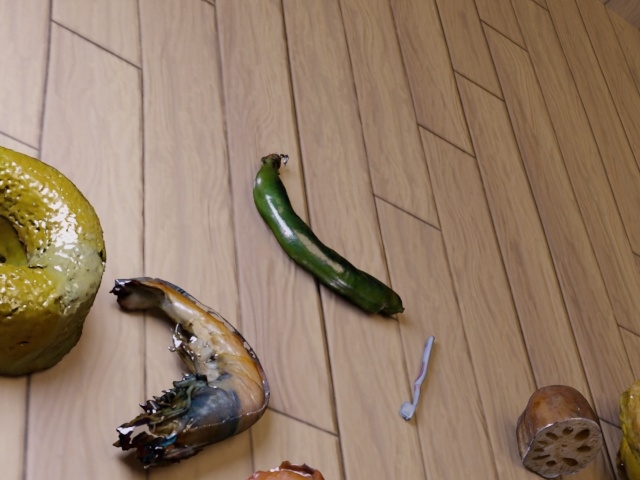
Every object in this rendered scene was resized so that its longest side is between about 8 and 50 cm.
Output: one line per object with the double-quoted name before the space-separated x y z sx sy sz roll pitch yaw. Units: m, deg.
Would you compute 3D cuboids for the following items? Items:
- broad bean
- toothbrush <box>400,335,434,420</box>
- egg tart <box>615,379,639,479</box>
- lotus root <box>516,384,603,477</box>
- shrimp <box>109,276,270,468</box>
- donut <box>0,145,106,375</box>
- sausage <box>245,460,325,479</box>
"broad bean" 0.000 0.000 1.850 0.292 0.049 0.144 50 30 5
"toothbrush" 0.135 0.182 1.849 0.019 0.013 0.193 35 33 -5
"egg tart" 0.543 0.347 2.074 0.294 0.123 0.294 36 30 -25
"lotus root" 0.334 0.266 1.905 0.112 0.122 0.081 9 36 -13
"shrimp" -0.166 0.134 1.487 0.222 0.054 0.290 51 28 3
"donut" -0.334 0.003 1.381 0.272 0.107 0.272 30 35 -24
"sausage" -0.009 0.379 1.376 0.102 0.102 0.330 19 43 -39
